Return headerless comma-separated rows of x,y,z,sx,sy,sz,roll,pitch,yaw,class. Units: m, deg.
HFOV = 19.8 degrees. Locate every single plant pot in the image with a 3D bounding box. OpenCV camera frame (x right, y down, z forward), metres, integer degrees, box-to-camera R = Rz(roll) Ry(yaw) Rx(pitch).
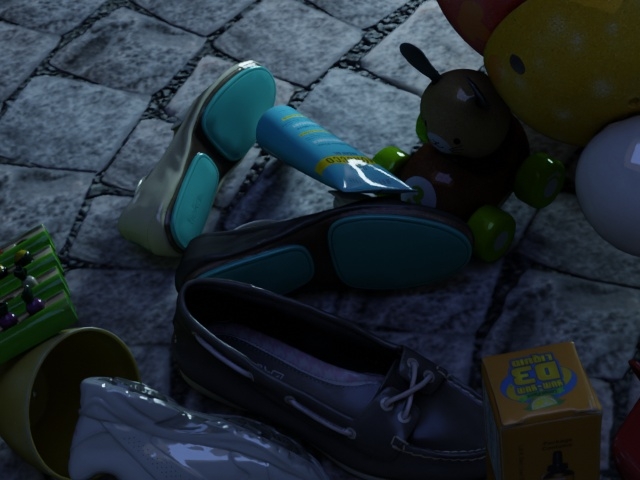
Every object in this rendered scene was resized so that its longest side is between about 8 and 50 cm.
-0.236,0.139,1.599,0.095,0.134,0.134,3,44,40,plant pot

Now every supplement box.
0.171,0.183,1.423,0.078,0.233,0.080,-9,47,-2,supplement box

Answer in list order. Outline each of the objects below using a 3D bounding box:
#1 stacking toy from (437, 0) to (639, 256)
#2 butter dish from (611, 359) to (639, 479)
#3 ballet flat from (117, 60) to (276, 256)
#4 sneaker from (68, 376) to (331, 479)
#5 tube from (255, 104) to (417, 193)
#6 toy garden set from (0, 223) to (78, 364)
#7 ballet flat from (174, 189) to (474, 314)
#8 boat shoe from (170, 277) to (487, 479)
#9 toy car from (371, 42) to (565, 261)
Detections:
0.241,-0.208,1.626,0.350,0.350,0.480,-12,65,-4,stacking toy
0.290,0.198,1.475,0.118,0.160,0.160,-46,54,-3,butter dish
-0.127,-0.085,1.819,0.086,0.086,0.248,14,52,19,ballet flat
-0.106,0.199,1.556,0.232,0.090,0.115,19,93,2,sneaker
0.006,-0.077,1.763,0.080,0.052,0.207,-7,23,-28,tube
-0.330,0.063,1.647,0.204,0.049,0.244,-29,21,-4,toy garden set
0.000,0.000,1.714,0.280,0.095,0.096,-9,35,-1,ballet flat
0.013,0.122,1.592,0.335,0.095,0.112,18,52,22,boat shoe
0.125,-0.101,1.713,0.155,0.188,0.149,33,69,31,toy car
